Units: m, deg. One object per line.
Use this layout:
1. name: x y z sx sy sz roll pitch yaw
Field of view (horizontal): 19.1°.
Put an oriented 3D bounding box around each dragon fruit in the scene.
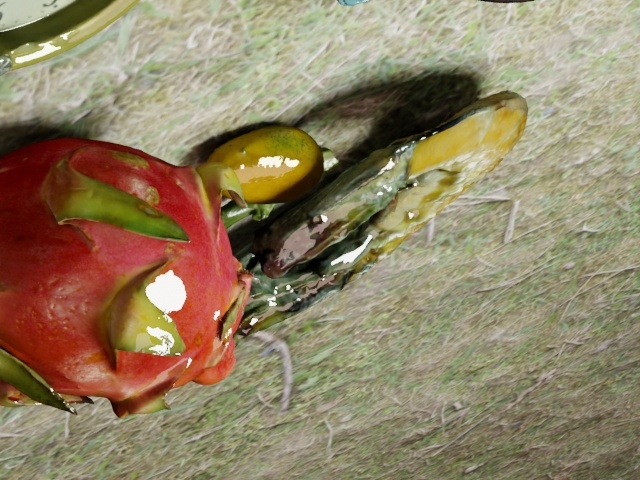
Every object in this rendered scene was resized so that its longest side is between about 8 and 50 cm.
1. dragon fruit: -0.163 0.030 1.416 0.227 0.224 0.224 16 147 -3

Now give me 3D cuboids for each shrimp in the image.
1. shrimp: 0.000 0.000 1.672 0.445 0.085 0.272 -32 172 -5

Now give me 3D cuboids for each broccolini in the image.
1. broccolini: -0.082 -0.031 1.642 0.216 0.058 0.067 -33 -166 -15

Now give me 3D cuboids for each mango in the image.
1. mango: -0.047 -0.062 1.588 0.114 0.057 0.079 -4 153 -43

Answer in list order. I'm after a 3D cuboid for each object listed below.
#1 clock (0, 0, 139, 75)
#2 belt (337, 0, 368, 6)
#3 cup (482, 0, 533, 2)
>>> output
1. clock: -0.172 -0.197 1.147 0.237 0.057 0.237 -30 156 -15
2. belt: 0.082 -0.238 1.384 0.179 0.065 0.100 -30 166 -9
3. cup: 0.096 -0.262 1.216 0.239 0.166 0.177 -21 152 -27
